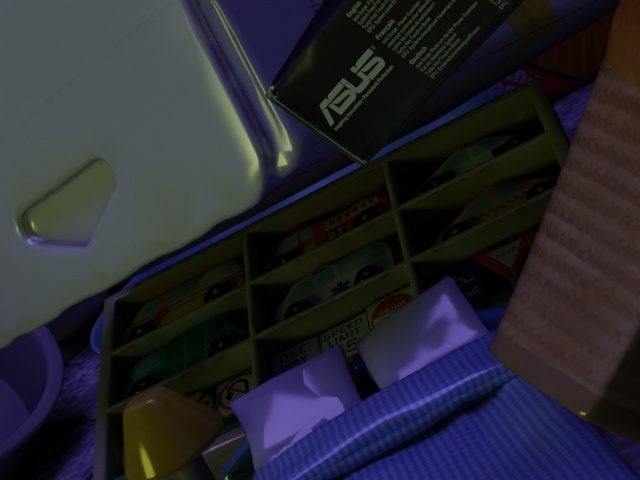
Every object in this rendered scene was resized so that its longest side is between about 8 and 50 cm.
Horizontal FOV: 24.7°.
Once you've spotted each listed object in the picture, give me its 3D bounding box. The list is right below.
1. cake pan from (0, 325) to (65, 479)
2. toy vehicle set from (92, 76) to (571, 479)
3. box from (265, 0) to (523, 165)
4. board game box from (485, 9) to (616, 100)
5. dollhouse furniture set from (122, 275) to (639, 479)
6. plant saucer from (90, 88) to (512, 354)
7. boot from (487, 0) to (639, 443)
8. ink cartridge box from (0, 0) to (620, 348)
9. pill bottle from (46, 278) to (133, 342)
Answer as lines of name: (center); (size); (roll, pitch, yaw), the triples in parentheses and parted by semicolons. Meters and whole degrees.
cake pan: (-0.303, 0.105, 0.890); (0.293, 0.054, 0.293); (2, 25, -1)
toy vehicle set: (0.012, 0.032, 0.718); (0.267, 0.035, 0.166); (-27, 32, 11)
box: (0.074, -0.137, 0.438); (0.191, 0.045, 0.184); (-45, 11, 45)
board game box: (0.195, -0.355, 1.137); (0.356, 0.356, 0.356); (-28, 15, 10)
dollhouse furniture set: (0.055, 0.019, 0.446); (0.303, 0.198, 0.286); (-30, 14, 1)
plant saucer: (0.000, 0.000, 0.936); (0.318, 0.043, 0.317); (-27, 14, 7)
boot: (0.166, -0.018, 0.243); (0.295, 0.104, 0.211); (32, 97, 48)
ink cartridge box: (-0.005, -0.120, 0.752); (0.385, 0.160, 0.279); (-31, 2, -42)
pill bottle: (-0.213, -0.034, 1.186); (0.181, 0.181, 0.323); (-20, 17, 33)
